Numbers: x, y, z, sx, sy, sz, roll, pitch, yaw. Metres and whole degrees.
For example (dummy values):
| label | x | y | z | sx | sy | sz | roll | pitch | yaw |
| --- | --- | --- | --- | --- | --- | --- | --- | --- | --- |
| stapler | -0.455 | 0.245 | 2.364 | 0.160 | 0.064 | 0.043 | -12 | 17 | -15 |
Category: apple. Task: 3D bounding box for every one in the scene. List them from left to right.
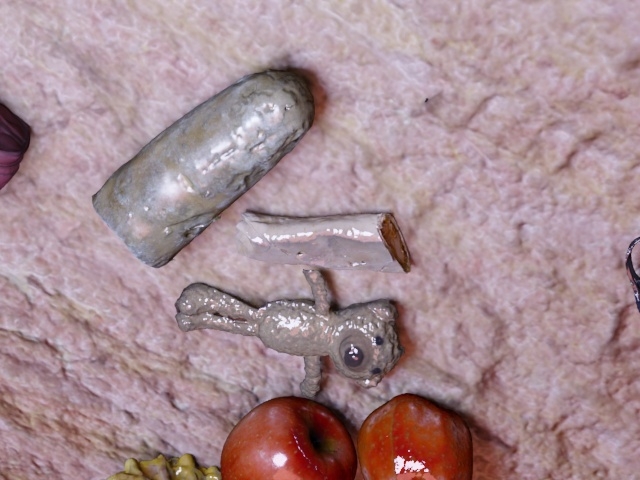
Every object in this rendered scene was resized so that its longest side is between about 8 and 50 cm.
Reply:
| label | x | y | z | sx | sy | sz | roll | pitch | yaw |
| --- | --- | --- | --- | --- | --- | --- | --- | --- | --- |
| apple | -0.046 | 0.302 | 1.666 | 0.181 | 0.181 | 0.168 | 42 | 116 | -16 |

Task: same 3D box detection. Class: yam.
| label | x | y | z | sx | sy | sz | roll | pitch | yaw |
| --- | --- | --- | --- | --- | --- | --- | --- | --- | --- |
| yam | -0.138 | -0.087 | 1.466 | 0.330 | 0.133 | 0.133 | -35 | 110 | 26 |

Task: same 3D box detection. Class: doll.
| label | x | y | z | sx | sy | sz | roll | pitch | yaw |
| --- | --- | --- | --- | --- | --- | --- | --- | --- | --- |
| doll | -0.037 | 0.108 | 1.606 | 0.286 | 0.091 | 0.202 | 35 | 113 | -2 |

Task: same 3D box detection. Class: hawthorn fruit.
| label | x | y | z | sx | sy | sz | roll | pitch | yaw |
| --- | --- | --- | --- | --- | --- | --- | --- | --- | --- |
| hawthorn fruit | 0.126 | 0.304 | 1.632 | 0.157 | 0.194 | 0.157 | 1 | 131 | 1 |

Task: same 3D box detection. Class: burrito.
| label | x | y | z | sx | sy | sz | roll | pitch | yaw |
| --- | --- | --- | --- | --- | --- | --- | --- | --- | --- |
| burrito | 0.000 | 0.000 | 1.535 | 0.226 | 0.060 | 0.087 | 3 | 128 | 7 |

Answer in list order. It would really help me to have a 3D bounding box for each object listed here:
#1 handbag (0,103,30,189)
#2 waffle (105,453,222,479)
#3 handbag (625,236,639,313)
| label | x | y | z | sx | sy | sz | roll | pitch | yaw |
| --- | --- | --- | --- | --- | --- | --- | --- | --- | --- |
| handbag | -0.465 | -0.139 | 1.468 | 0.225 | 0.146 | 0.135 | 39 | 106 | -16 |
| waffle | -0.184 | 0.444 | 1.738 | 0.324 | 0.261 | 0.151 | 31 | 115 | -13 |
| handbag | 0.421 | 0.051 | 1.485 | 0.115 | 0.072 | 0.139 | -33 | 108 | 31 |
